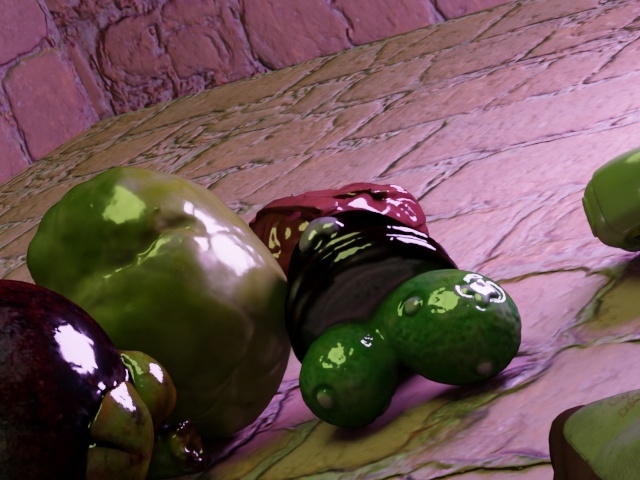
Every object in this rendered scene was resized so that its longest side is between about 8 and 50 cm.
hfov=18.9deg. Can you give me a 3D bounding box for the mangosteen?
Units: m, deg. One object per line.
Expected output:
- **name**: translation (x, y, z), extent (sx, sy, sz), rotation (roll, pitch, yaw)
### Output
- **mangosteen**: translation (-0.276, 0.175, 1.747), extent (0.300, 0.300, 0.300), rotation (-23, 14, 6)

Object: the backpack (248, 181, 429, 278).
- **backpack**: translation (0.001, 0.002, 2.221), extent (0.229, 0.138, 0.229), rotation (-21, 16, 6)

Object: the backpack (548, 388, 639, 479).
- **backpack**: translation (0.299, 0.168, 1.051), extent (0.317, 0.197, 0.283), rotation (-5, 16, -4)

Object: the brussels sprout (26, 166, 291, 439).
- **brussels sprout**: translation (-0.161, 0.082, 1.945), extent (0.274, 0.316, 0.243), rotation (17, 33, 25)

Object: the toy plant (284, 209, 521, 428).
- **toy plant**: translation (0.068, 0.075, 1.842), extent (0.218, 0.175, 0.235), rotation (-30, 42, 3)

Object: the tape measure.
- **tape measure**: translation (0.335, -0.048, 1.884), extent (0.177, 0.087, 0.154), rotation (-31, -22, 32)
